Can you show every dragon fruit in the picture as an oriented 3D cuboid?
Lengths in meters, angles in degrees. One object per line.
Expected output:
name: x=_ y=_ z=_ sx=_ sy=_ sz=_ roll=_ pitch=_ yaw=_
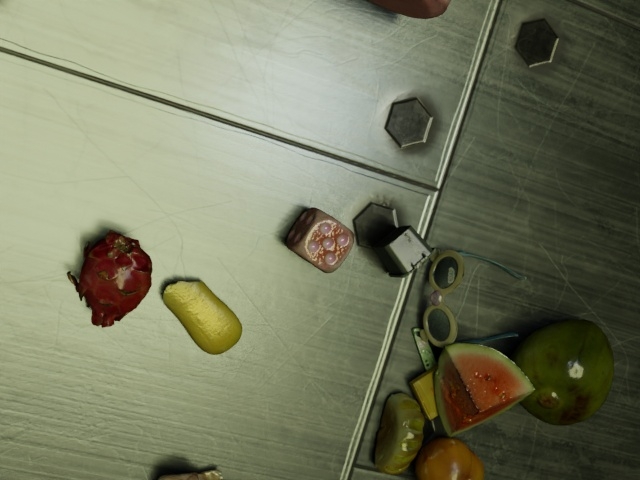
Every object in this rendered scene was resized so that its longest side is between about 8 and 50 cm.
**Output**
dragon fruit: x=-0.347 y=0.065 z=1.627 sx=0.133 sy=0.136 sz=0.166 roll=-8 pitch=114 yaw=-59

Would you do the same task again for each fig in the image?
fig: x=0.483 y=0.247 z=1.906 sx=0.203 sy=0.203 sz=0.225 roll=51 pitch=47 yaw=-18

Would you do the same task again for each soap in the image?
soap: x=-0.211 y=0.131 z=1.726 sx=0.089 sy=0.033 sz=0.168 roll=-39 pitch=108 yaw=-11

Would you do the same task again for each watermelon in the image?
watermelon: x=0.292 y=0.295 z=1.842 sx=0.193 sy=0.145 sz=0.137 roll=26 pitch=54 yaw=0

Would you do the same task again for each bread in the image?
bread: x=0.160 y=0.375 z=1.858 sx=0.083 sy=0.094 sz=0.157 roll=11 pitch=75 yaw=-14

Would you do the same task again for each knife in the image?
knife: x=0.224 y=0.262 z=1.900 sx=0.030 sy=0.014 sz=0.207 roll=-26 pitch=104 yaw=-13

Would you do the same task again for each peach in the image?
peach: x=0.254 y=0.458 z=1.880 sx=0.138 sy=0.138 sz=0.138 roll=-3 pitch=99 yaw=-18

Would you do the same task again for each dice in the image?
dice: x=0.000 y=0.000 z=1.741 sx=0.094 sy=0.093 sz=0.091 roll=35 pitch=86 yaw=-19

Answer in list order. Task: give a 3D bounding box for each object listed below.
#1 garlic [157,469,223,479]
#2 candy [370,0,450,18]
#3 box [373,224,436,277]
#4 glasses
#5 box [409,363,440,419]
garlic: x=-0.228 y=0.491 z=1.748 sx=0.124 sy=0.099 sz=0.174 roll=-18 pitch=105 yaw=1
candy: x=0.123 y=-0.466 z=1.633 sx=0.255 sy=0.255 sz=0.094 roll=27 pitch=89 yaw=-20
box: x=0.152 y=0.019 z=1.785 sx=0.084 sy=0.122 sz=0.069 roll=-40 pitch=96 yaw=-10
glasses: x=0.314 y=0.119 z=1.863 sx=0.220 sy=0.088 sz=0.189 roll=6 pitch=93 yaw=-20
box: x=0.257 y=0.278 z=1.894 sx=0.155 sy=0.023 sz=0.087 roll=-29 pitch=107 yaw=-17
